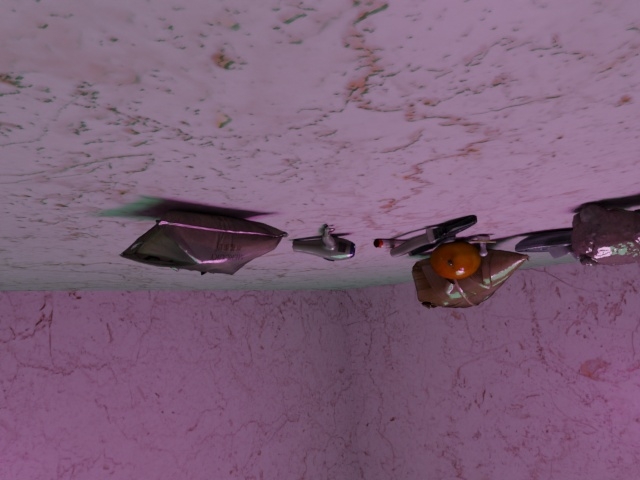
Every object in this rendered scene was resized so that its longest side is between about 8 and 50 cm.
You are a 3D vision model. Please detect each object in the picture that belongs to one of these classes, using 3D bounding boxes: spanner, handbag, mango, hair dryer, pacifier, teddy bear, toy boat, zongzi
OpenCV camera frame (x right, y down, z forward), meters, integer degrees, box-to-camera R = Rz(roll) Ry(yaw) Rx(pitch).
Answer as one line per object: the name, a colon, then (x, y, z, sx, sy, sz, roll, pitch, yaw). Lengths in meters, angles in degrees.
spanner: (0.301, -0.006, 1.224, 0.095, 0.040, 0.325, -5, 166, -24)
handbag: (-0.216, 0.008, 0.864, 0.270, 0.117, 0.182, 5, 153, -46)
mango: (0.431, 0.063, 1.502, 0.151, 0.121, 0.221, -5, 178, -3)
hair dryer: (-0.015, 0.003, 1.160, 0.167, 0.068, 0.199, -3, 162, 24)
pacifier: (0.495, 0.016, 1.416, 0.083, 0.064, 0.068, 1, 178, -23)
teddy bear: (0.728, -0.016, 1.064, 0.267, 0.151, 0.236, -7, 173, 18)
toy boat: (0.772, 0.015, 1.454, 0.319, 0.092, 0.141, -4, 169, 1)
zongzi: (0.670, 0.136, 1.748, 0.499, 0.218, 0.466, 4, 168, -41)

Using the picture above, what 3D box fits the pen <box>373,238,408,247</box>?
pen: (0.255, 0.013, 1.388, 0.239, 0.028, 0.028, 3, 168, -35)
